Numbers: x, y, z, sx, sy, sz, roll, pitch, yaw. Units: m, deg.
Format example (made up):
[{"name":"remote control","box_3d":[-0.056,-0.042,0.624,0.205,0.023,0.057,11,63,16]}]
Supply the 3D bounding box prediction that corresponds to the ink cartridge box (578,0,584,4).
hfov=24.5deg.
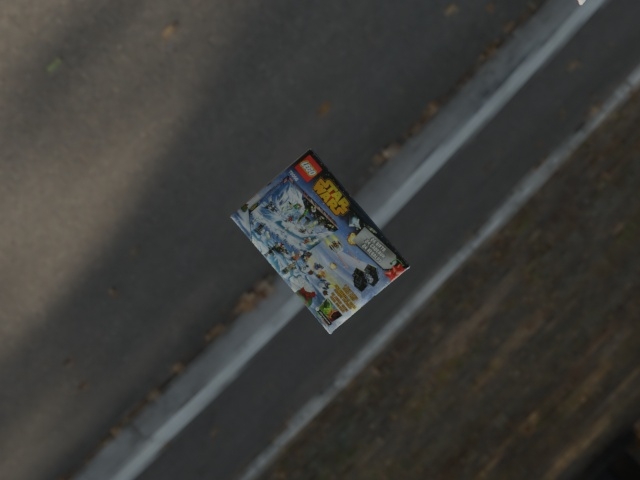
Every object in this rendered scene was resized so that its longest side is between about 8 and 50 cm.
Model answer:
[{"name":"ink cartridge box","box_3d":[0.240,-0.360,1.177,0.239,0.060,0.275,-45,145,-6]}]

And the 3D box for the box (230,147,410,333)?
[{"name":"box","box_3d":[0.000,0.000,1.296,0.094,0.137,0.027,-40,-178,3]}]
